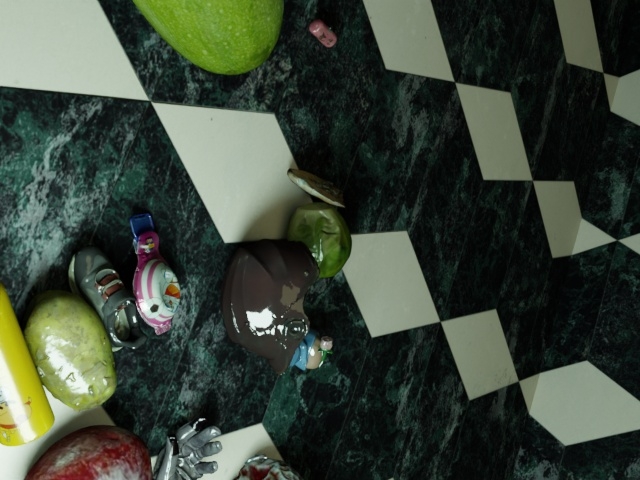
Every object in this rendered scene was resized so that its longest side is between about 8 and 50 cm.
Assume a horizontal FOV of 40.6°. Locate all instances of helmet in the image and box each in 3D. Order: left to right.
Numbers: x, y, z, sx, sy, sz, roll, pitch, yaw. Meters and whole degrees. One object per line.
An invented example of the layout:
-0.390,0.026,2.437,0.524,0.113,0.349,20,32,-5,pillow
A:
-0.132,0.135,1.905,0.177,0.225,0.305,16,84,-25,helmet

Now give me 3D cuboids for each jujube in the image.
-0.102,0.661,2.027,0.226,0.226,0.317,-41,120,-40,jujube

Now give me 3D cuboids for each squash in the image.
-0.205,-0.444,1.676,0.310,0.310,0.309,-53,141,-32,squash

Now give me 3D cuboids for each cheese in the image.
-0.336,0.066,1.737,0.155,0.062,0.244,-19,100,-68,cheese

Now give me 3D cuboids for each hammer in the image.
0.008,-0.506,2.107,0.083,0.043,0.043,33,70,-47,hammer

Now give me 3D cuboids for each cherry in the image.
-0.425,0.463,1.587,0.300,0.203,0.230,-14,110,-49,cherry

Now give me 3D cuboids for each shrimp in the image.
0.008,-0.115,2.107,0.052,0.143,0.251,-57,150,12,shrimp

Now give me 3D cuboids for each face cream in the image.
-0.553,0.177,1.461,0.105,0.105,0.349,-35,122,-43,face cream

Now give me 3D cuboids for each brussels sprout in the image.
0.000,-0.001,2.102,0.161,0.144,0.181,2,101,-13,brussels sprout

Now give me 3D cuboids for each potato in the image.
-0.459,0.197,1.580,0.149,0.113,0.251,-37,111,-27,potato

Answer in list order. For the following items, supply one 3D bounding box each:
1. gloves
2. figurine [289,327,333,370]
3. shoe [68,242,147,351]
-0.302,0.504,1.825,0.142,0.119,0.285,31,86,-49,gloves
-0.043,0.270,2.070,0.178,0.144,0.114,-19,117,-61,figurine
-0.395,0.114,1.643,0.099,0.112,0.227,-35,124,-42,shoe
